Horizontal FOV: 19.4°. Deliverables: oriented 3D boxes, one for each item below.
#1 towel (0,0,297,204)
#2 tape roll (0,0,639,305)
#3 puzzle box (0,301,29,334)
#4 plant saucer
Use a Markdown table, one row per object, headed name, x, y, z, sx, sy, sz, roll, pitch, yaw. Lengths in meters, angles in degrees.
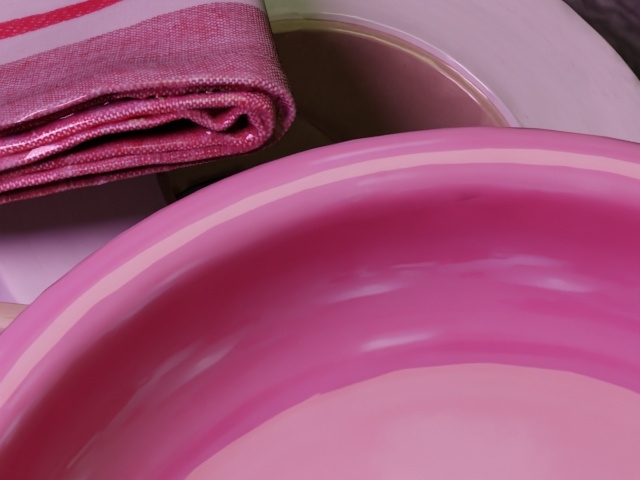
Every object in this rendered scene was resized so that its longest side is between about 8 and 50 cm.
| name | x | y | z | sx | sy | sz | roll | pitch | yaw |
| --- | --- | --- | --- | --- | --- | --- | --- | --- | --- |
| towel | -0.148 | -0.115 | 0.702 | 0.237 | 0.037 | 0.329 | -11 | 38 | -3 |
| tape roll | 0.000 | 0.000 | 0.725 | 0.286 | 0.100 | 0.286 | 9 | 51 | -12 |
| puzzle box | -0.035 | 0.157 | 0.531 | 0.409 | 0.052 | 0.272 | 5 | 68 | 0 |
| plant saucer | 0.047 | 0.134 | 0.470 | 0.332 | 0.084 | 0.332 | 1 | 68 | -2 |
